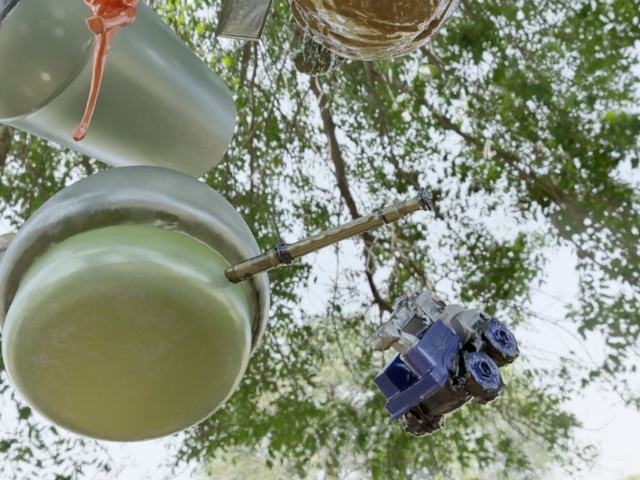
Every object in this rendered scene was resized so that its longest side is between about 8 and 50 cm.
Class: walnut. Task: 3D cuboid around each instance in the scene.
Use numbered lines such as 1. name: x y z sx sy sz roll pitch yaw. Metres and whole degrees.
1. walnut: 0.063 -0.435 0.787 0.332 0.333 0.333 -10 -33 -7

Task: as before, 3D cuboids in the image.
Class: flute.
1. flute: 0.000 0.000 0.539 0.232 0.027 0.027 -21 -33 23

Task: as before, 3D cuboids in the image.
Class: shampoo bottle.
1. shampoo bottle: -0.229 0.065 0.700 0.322 0.317 0.323 -4 -63 -8

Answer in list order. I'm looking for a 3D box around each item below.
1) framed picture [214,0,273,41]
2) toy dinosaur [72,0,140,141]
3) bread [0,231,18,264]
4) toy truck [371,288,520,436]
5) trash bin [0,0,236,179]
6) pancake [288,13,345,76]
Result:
1. framed picture: -0.133 -0.483 1.061 0.142 0.011 0.183 -25 -33 -55
2. toy dinosaur: -0.170 -0.195 0.435 0.055 0.101 0.280 29 -67 -13
3. bread: -0.691 0.081 1.235 0.197 0.197 0.171 -13 -44 -3
4. toy truck: 0.162 0.161 0.784 0.161 0.177 0.213 -49 -10 36
5. trash bin: -0.348 -0.264 0.866 0.280 0.281 0.432 -25 -20 15
6. pancake: 0.015 -0.520 1.321 0.253 0.037 0.254 -36 -33 -27
